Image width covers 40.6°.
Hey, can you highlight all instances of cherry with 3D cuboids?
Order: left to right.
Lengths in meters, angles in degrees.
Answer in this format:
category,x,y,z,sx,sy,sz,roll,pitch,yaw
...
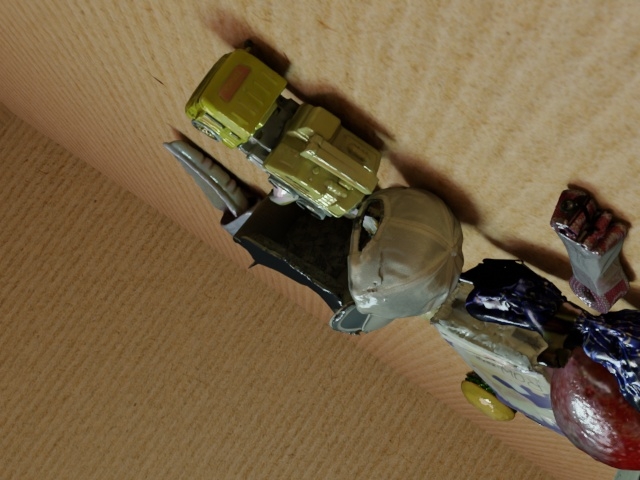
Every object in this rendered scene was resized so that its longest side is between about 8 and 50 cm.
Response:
category,x,y,z,sx,sy,sz,roll,pitch,yaw
cherry,0.429,0.235,1.264,0.250,0.175,0.192,42,-176,-29

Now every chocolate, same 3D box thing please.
category,x,y,z,sx,sy,sz,roll,pitch,yaw
chocolate,0.317,0.105,1.143,0.343,0.148,0.126,27,150,35

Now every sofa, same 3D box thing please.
category,x,y,z,sx,sy,sz,roll,pitch,yaw
sofa,0.000,0.000,1.562,0.258,0.200,0.182,32,159,18

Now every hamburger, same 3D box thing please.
category,x,y,z,sx,sy,sz,roll,pitch,yaw
hamburger,0.422,0.367,2.112,0.162,0.115,0.162,35,169,8

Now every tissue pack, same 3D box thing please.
category,x,y,z,sx,sy,sz,roll,pitch,yaw
tissue pack,0.368,0.218,1.541,0.242,0.125,0.343,26,165,45

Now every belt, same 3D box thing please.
category,x,y,z,sx,sy,sz,roll,pitch,yaw
belt,0.312,0.019,0.983,0.071,0.053,0.232,37,174,35

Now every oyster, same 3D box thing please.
category,x,y,z,sx,sy,sz,roll,pitch,yaw
oyster,0.001,-0.084,1.428,0.260,0.092,0.198,25,170,0

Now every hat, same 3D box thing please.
category,x,y,z,sx,sy,sz,roll,pitch,yaw
hat,0.119,0.042,1.251,0.161,0.232,0.275,24,154,11

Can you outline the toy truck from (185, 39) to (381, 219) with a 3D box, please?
category,x,y,z,sx,sy,sz,roll,pitch,yaw
toy truck,-0.039,-0.140,1.153,0.272,0.124,0.157,36,171,-12

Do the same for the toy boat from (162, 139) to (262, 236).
category,x,y,z,sx,sy,sz,roll,pitch,yaw
toy boat,-0.234,-0.115,2.049,0.293,0.111,0.276,46,170,3

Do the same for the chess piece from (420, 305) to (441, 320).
category,x,y,z,sx,sy,sz,roll,pitch,yaw
chess piece,0.213,0.112,1.677,0.200,0.090,0.090,27,168,49

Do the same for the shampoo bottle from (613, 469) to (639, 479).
category,x,y,z,sx,sy,sz,roll,pitch,yaw
shampoo bottle,0.740,0.537,1.856,0.284,0.153,0.071,33,170,-32
